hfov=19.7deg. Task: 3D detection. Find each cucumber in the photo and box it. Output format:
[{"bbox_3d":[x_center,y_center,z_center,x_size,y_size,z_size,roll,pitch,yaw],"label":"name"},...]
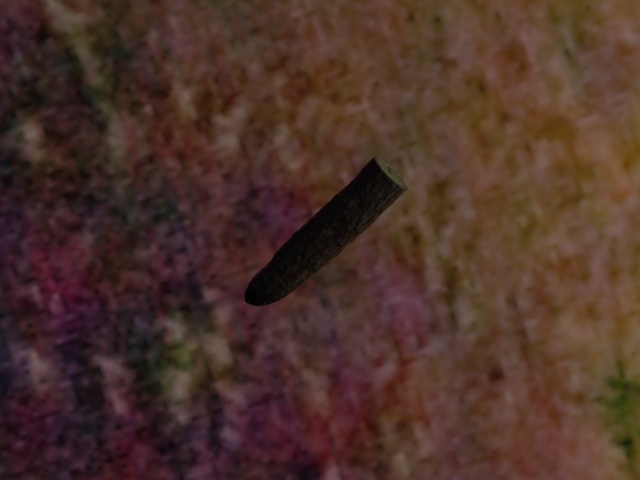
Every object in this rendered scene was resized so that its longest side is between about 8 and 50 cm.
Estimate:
[{"bbox_3d":[0.000,0.000,1.210,0.032,0.133,0.032,43,14,-13],"label":"cucumber"}]
